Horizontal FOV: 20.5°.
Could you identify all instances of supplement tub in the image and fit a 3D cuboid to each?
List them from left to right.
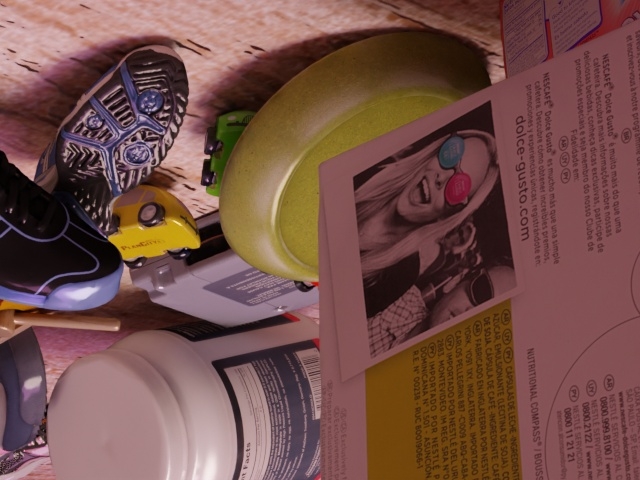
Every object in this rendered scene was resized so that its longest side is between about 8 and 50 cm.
[{"bbox_3d":[-0.112,0.174,1.735,0.191,0.191,0.272,-30,166,39],"label":"supplement tub"}]

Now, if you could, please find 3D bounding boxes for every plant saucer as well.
[{"bbox_3d":[0.038,-0.051,1.357,0.241,0.037,0.241,-20,140,-18],"label":"plant saucer"}]

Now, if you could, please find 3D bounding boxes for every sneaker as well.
[{"bbox_3d":[-0.366,0.172,1.748,0.131,0.112,0.319,-5,158,-30],"label":"sneaker"},{"bbox_3d":[-0.237,-0.029,1.216,0.232,0.081,0.090,21,129,-10],"label":"sneaker"},{"bbox_3d":[-0.317,0.216,1.990,0.178,0.072,0.077,-12,150,-28],"label":"sneaker"},{"bbox_3d":[-0.165,-0.069,1.285,0.080,0.081,0.211,22,127,-26],"label":"sneaker"}]

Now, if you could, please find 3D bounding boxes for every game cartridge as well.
[{"bbox_3d":[0.000,0.000,1.604,0.297,0.062,0.198,-21,163,21],"label":"game cartridge"}]

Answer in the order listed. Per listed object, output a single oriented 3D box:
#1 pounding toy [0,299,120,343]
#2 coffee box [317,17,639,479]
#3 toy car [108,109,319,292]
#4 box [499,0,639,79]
[{"bbox_3d":[-0.267,0.045,1.480,0.130,0.100,0.141,-28,155,37],"label":"pounding toy"},{"bbox_3d":[0.230,0.101,1.120,0.334,0.338,0.338,-23,144,37],"label":"coffee box"},{"bbox_3d":[-0.066,-0.041,1.411,0.239,0.053,0.225,7,147,-7],"label":"toy car"},{"bbox_3d":[0.260,-0.159,1.160,0.142,0.154,0.300,13,149,-28],"label":"box"}]
